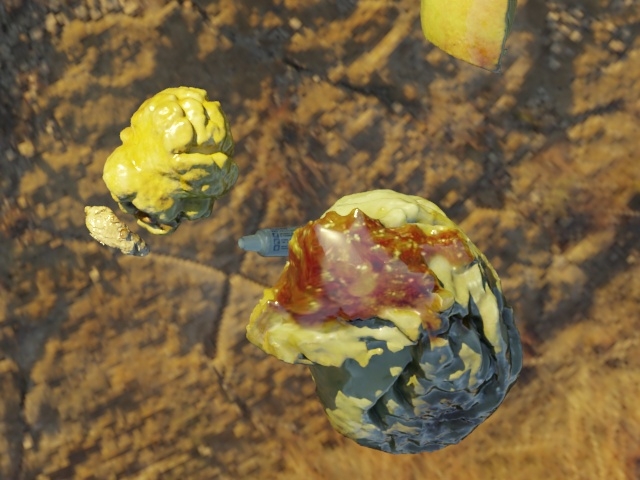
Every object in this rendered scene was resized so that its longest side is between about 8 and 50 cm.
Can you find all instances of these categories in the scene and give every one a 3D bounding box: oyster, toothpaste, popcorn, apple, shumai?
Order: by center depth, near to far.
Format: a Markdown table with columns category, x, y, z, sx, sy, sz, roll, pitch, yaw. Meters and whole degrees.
| category | x | y | z | sx | sy | sz | roll | pitch | yaw |
| --- | --- | --- | --- | --- | --- | --- | --- | --- | --- |
| shumai | 0.030 | 0.061 | 0.888 | 0.142 | 0.184 | 0.184 | -8 | 126 | -42 |
| toothpaste | 0.000 | 0.000 | 1.515 | 0.197 | 0.048 | 0.029 | -3 | 157 | -32 |
| apple | 0.187 | -0.327 | 1.719 | 0.120 | 0.265 | 0.193 | 7 | 114 | 2 |
| oyster | -0.251 | -0.018 | 1.754 | 0.083 | 0.080 | 0.038 | 17 | 112 | -28 |
| popcorn | -0.223 | -0.119 | 2.025 | 0.203 | 0.226 | 0.200 | -26 | 116 | -21 |
